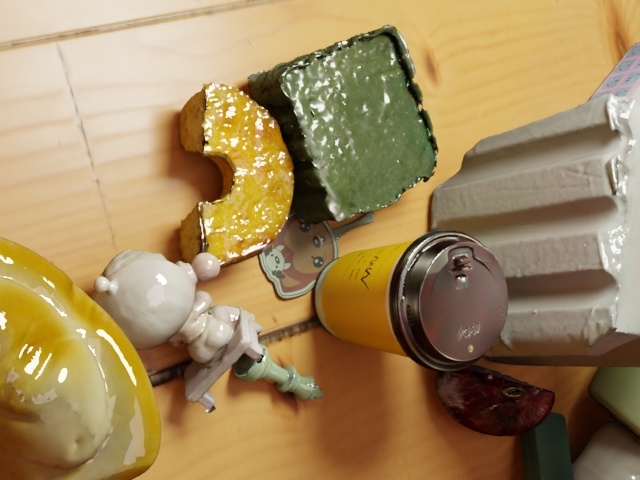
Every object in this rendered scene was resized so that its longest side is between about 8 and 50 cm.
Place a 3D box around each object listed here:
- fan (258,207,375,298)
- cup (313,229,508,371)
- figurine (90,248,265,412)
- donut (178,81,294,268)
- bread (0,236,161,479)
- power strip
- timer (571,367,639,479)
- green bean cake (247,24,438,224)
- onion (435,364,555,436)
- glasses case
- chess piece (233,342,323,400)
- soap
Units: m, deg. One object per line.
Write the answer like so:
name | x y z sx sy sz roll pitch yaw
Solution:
fan | 0.000 0.000 1.758 0.220 0.009 0.132 -24 99 -31
cup | 0.120 0.085 1.662 0.196 0.280 0.196 2 87 -36
figurine | -0.205 0.105 1.536 0.257 0.182 0.144 33 44 -31
donut | -0.118 -0.079 1.636 0.152 0.101 0.259 5 82 -32
bread | -0.402 0.164 1.348 0.424 0.245 0.329 43 65 -22
power strip | 0.542 -0.270 2.065 0.279 0.109 0.037 -48 113 -26
timer | 0.526 0.354 1.940 0.291 0.291 0.315 38 91 -24
green bean cake | 0.041 -0.168 1.728 0.241 0.132 0.255 -31 105 -32
onion | 0.273 0.258 1.836 0.206 0.151 0.098 17 91 -14
glasses case | 0.371 0.369 1.904 0.078 0.039 0.184 18 55 -30
chess piece | -0.052 0.197 1.684 0.149 0.059 0.059 28 71 -33
soap | 0.354 0.013 1.735 0.213 0.435 0.350 10 78 -31
